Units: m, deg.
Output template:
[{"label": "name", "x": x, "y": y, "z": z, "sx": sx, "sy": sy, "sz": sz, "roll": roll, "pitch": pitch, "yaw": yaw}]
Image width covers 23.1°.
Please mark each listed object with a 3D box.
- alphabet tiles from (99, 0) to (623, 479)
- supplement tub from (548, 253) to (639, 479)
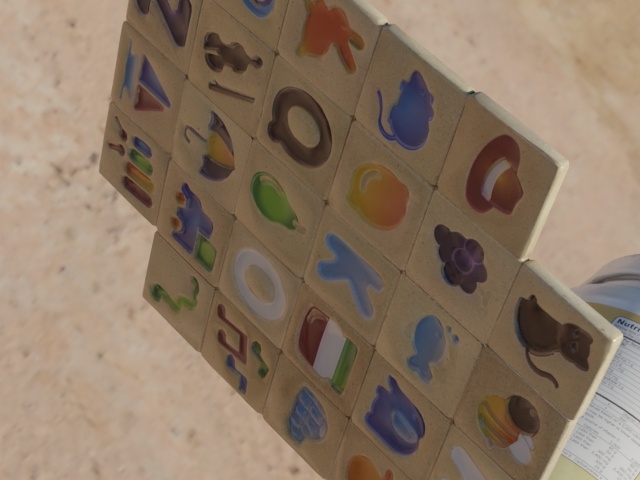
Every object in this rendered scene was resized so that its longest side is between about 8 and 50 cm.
[{"label": "alphabet tiles", "x": 0.000, "y": 0.000, "z": 0.817, "sx": 0.011, "sy": 0.285, "sz": 0.342, "roll": -25, "pitch": 56, "yaw": -38}, {"label": "supplement tub", "x": 0.200, "y": 0.175, "z": 1.169, "sx": 0.228, "sy": 0.228, "sz": 0.316, "roll": 47, "pitch": 55, "yaw": 1}]
